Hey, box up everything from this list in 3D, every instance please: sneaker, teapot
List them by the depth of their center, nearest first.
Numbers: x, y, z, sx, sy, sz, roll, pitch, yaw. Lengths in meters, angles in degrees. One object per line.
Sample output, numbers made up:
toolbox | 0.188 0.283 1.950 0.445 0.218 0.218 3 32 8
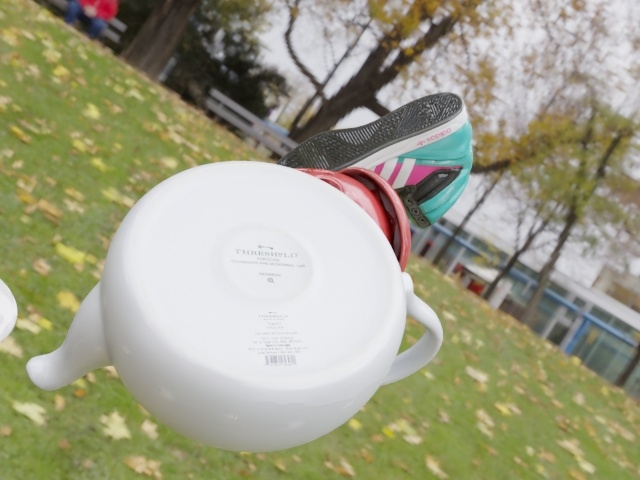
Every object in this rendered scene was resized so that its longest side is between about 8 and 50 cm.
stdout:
teapot | -0.057 0.073 0.798 0.256 0.252 0.187 35 -40 13
sneaker | 0.090 -0.086 1.425 0.124 0.295 0.178 -92 159 -51

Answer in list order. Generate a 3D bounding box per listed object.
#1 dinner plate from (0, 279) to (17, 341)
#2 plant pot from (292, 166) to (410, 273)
dinner plate | -0.405 0.068 1.080 0.141 0.017 0.141 18 36 -14
plant pot | 0.000 0.000 1.225 0.174 0.191 0.191 -12 32 -39
